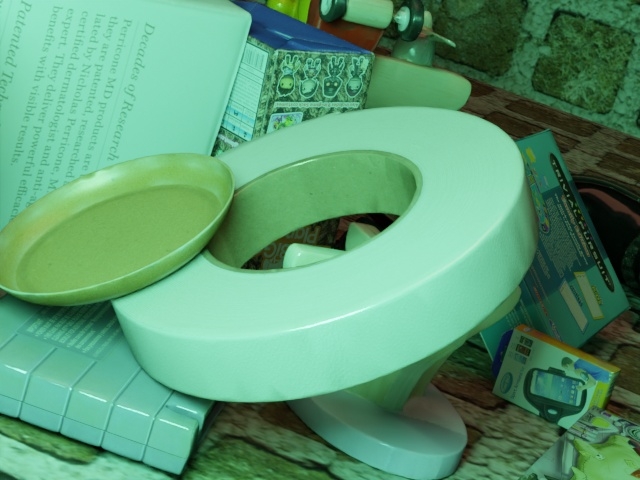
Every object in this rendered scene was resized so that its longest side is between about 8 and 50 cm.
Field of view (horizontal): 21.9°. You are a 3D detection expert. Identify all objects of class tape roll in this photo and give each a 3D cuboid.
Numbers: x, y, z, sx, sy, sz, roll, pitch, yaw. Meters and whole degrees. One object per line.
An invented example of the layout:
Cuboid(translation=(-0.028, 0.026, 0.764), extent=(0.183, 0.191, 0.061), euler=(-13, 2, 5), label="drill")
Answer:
Cuboid(translation=(0.000, 0.000, 1.473), extent=(0.392, 0.072, 0.392), euler=(-14, 29, 8), label="tape roll")

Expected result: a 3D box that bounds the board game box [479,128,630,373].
Cuboid(translation=(0.246, 0.010, 1.969), extent=(0.079, 0.254, 0.336), euler=(-25, -2, 25), label="board game box")

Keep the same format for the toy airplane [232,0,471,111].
Cuboid(translation=(-0.008, -0.269, 2.389), extent=(0.386, 0.384, 0.272), euler=(57, 12, -43), label="toy airplane")

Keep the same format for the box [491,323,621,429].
Cuboid(translation=(0.245, 0.148, 1.776), extent=(0.136, 0.081, 0.028), euler=(23, 18, 22), label="box")

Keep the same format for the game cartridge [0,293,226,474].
Cuboid(translation=(-0.189, 0.100, 1.537), extent=(0.230, 0.068, 0.355), euler=(15, 16, 6), label="game cartridge")

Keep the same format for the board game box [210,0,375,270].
Cuboid(translation=(-0.087, -0.105, 1.870), extent=(0.141, 0.291, 0.232), euler=(-2, 23, -39), label="board game box")

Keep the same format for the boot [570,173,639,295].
Cuboid(translation=(0.440, 0.020, 2.309), extent=(0.348, 0.131, 0.260), euler=(20, 16, 9), label="boot")

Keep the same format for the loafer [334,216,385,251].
Cuboid(translation=(0.087, 0.041, 2.040), extent=(0.061, 0.062, 0.170), euler=(-38, 54, -23), label="loafer")

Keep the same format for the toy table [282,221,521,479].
Cuboid(translation=(0.067, 0.098, 1.621), extent=(0.252, 0.161, 0.274), euler=(5, 19, -36), label="toy table")

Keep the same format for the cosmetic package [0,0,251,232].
Cuboid(translation=(-0.355, -0.165, 1.759), extent=(0.393, 0.327, 0.329), euler=(4, 21, -40), label="cosmetic package")

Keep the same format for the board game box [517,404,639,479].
Cuboid(translation=(0.301, 0.253, 1.553), extent=(0.208, 0.056, 0.347), euler=(27, 18, 17), label="board game box")

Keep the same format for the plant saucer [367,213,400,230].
Cuboid(translation=(0.123, -0.010, 2.061), extent=(0.258, 0.048, 0.259), euler=(45, -3, -37), label="plant saucer")

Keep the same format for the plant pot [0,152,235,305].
Cuboid(translation=(-0.184, -0.007, 1.486), extent=(0.236, 0.032, 0.236), euler=(-15, 27, 8), label="plant pot")
